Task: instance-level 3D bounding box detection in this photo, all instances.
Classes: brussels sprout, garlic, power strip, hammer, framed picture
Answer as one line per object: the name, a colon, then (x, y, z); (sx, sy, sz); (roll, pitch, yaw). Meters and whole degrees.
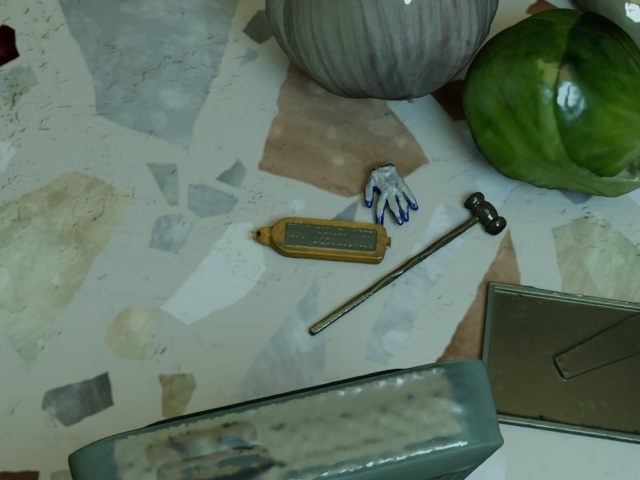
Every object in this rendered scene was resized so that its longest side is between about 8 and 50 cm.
brussels sprout: (0.317, -0.166, 1.526); (0.271, 0.210, 0.219); (42, 45, -7)
garlic: (0.079, -0.297, 1.537); (0.317, 0.259, 0.317); (-11, 32, 7)
power strip: (0.000, 0.000, 1.534); (0.178, 0.028, 0.049); (5, 66, 0)
hammer: (0.106, 0.037, 1.526); (0.292, 0.029, 0.058); (-34, 69, -13)
framed picture: (0.319, 0.151, 1.486); (0.250, 0.016, 0.184); (7, 66, 1)

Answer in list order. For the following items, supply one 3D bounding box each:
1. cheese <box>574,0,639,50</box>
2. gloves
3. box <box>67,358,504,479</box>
cheese: (0.484, -0.415, 1.678); (0.351, 0.129, 0.328); (-13, 65, -5)
gloves: (0.087, -0.056, 1.564); (0.064, 0.026, 0.086); (-22, 74, -10)
box: (-0.037, 0.238, 1.232); (0.396, 0.396, 0.111); (-11, 71, -8)
